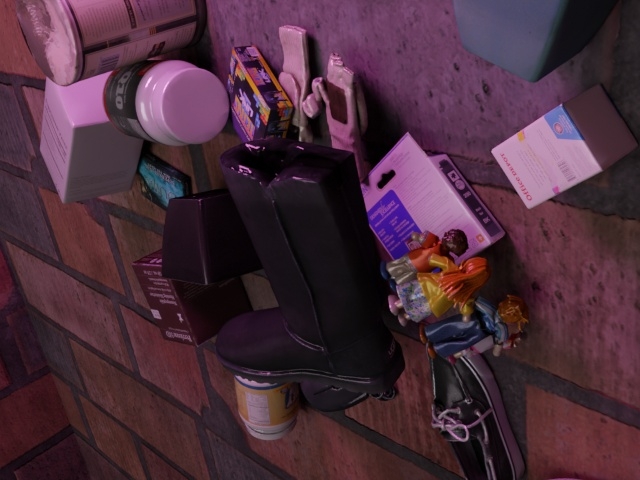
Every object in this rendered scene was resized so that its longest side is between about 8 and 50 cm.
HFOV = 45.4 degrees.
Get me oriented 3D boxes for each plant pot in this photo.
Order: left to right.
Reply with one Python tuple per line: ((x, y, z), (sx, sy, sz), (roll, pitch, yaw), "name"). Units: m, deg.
((-0.217, -0.017, 1.581), (0.188, 0.187, 0.167), (6, 107, 49), "plant pot")
((0.241, -0.305, 0.825), (0.165, 0.166, 0.234), (37, 145, 29), "plant pot")

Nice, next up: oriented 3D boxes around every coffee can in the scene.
((-0.380, -0.418, 1.397), (0.201, 0.275, 0.201), (30, 134, 35), "coffee can")

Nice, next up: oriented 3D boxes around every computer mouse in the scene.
((0.025, 0.287, 1.582), (0.188, 0.072, 0.272), (55, 144, 5), "computer mouse")

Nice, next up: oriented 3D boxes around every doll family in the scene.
((0.210, 0.102, 1.117), (0.163, 0.118, 0.263), (-28, 115, 26), "doll family")

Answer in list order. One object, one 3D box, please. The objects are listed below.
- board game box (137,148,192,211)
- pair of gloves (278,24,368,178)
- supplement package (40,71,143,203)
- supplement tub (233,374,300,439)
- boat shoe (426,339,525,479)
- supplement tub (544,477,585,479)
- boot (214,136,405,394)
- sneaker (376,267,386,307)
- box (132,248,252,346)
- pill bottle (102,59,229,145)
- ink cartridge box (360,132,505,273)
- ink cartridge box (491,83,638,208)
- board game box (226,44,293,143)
((-0.367, -0.127, 1.805), (0.186, 0.026, 0.126), (30, 135, 35), "board game box")
((-0.007, -0.227, 1.251), (0.240, 0.042, 0.204), (42, 143, 42), "pair of gloves")
((-0.525, -0.250, 1.760), (0.175, 0.178, 0.293), (61, 146, 20), "supplement package")
((-0.120, 0.338, 1.731), (0.144, 0.144, 0.199), (27, 134, 37), "supplement tub")
((0.242, 0.302, 1.297), (0.113, 0.105, 0.306), (-5, 110, 52), "boat shoe")
((0.401, 0.560, 1.182), (0.228, 0.228, 0.316), (-2, 112, 51), "supplement tub")
((-0.075, 0.046, 1.232), (0.367, 0.146, 0.445), (1, 134, 24), "boot")
((0.000, 0.000, 1.351), (0.131, 0.112, 0.319), (9, 128, 52), "sneaker")
((-0.296, 0.111, 1.764), (0.168, 0.167, 0.203), (0, 114, 51), "box")
((-0.300, -0.267, 1.475), (0.283, 0.161, 0.161), (18, 128, 54), "pill bottle")
((0.159, -0.042, 1.206), (0.208, 0.045, 0.206), (54, 144, 7), "ink cartridge box")
((0.295, -0.112, 0.951), (0.092, 0.090, 0.143), (59, 146, 2), "ink cartridge box")
((-0.115, -0.238, 1.357), (0.170, 0.048, 0.141), (60, 148, 32), "board game box")
